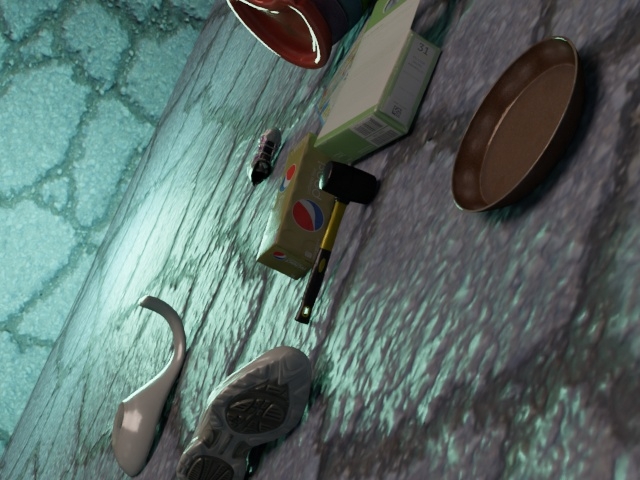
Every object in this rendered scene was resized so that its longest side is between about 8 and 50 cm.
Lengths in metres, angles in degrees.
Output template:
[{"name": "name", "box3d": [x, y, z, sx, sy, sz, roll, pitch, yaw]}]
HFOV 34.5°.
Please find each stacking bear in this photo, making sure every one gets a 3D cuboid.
[{"name": "stacking bear", "box3d": [0.020, -0.423, 1.593, 0.175, 0.164, 0.289, 18, 67, 41]}]

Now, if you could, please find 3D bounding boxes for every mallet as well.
[{"name": "mallet", "box3d": [0.000, 0.000, 1.179, 0.190, 0.062, 0.039, -64, 16, -4]}]

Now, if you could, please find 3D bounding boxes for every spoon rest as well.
[{"name": "spoon rest", "box3d": [-0.264, 0.229, 1.609, 0.137, 0.084, 0.277, 155, 125, -65]}]

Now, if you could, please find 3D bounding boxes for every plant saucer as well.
[{"name": "plant saucer", "box3d": [0.172, -0.094, 0.882, 0.168, 0.029, 0.168, -54, 19, 28]}]

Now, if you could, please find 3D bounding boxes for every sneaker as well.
[{"name": "sneaker", "box3d": [-0.084, 0.175, 1.128, 0.232, 0.090, 0.115, -50, 18, 34]}, {"name": "sneaker", "box3d": [-0.088, -0.131, 1.673, 0.069, 0.038, 0.098, -101, 32, -61]}]

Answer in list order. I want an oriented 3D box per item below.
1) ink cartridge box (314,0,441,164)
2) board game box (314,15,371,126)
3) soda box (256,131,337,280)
[{"name": "ink cartridge box", "box3d": [0.087, -0.220, 1.269, 0.171, 0.056, 0.235, -22, 41, 64]}, {"name": "board game box", "box3d": [0.047, -0.232, 1.444, 0.154, 0.026, 0.103, -57, 18, 17]}, {"name": "soda box", "box3d": [-0.022, -0.045, 1.309, 0.058, 0.061, 0.181, -40, 29, 52]}]
